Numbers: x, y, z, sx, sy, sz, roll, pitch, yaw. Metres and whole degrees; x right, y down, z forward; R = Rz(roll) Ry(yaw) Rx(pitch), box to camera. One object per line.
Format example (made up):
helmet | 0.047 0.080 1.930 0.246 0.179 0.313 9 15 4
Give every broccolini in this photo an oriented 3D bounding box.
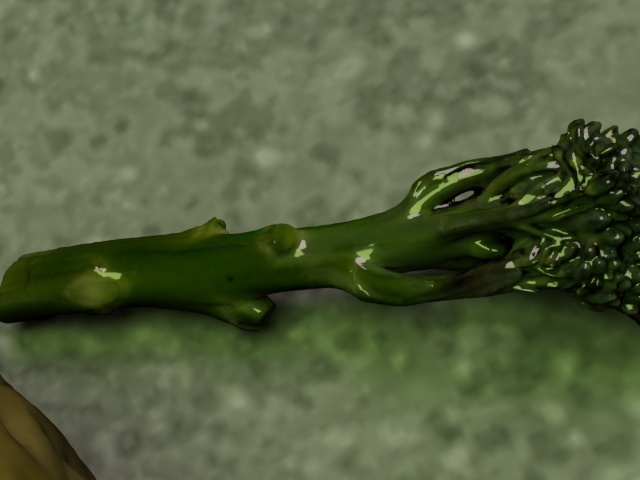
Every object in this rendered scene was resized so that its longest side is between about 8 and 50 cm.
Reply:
broccolini | -0.001 -0.002 0.482 0.216 0.067 0.058 -4 68 24

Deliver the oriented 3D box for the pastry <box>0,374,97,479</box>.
pastry | -0.197 0.166 0.340 0.388 0.312 0.389 -3 75 11
